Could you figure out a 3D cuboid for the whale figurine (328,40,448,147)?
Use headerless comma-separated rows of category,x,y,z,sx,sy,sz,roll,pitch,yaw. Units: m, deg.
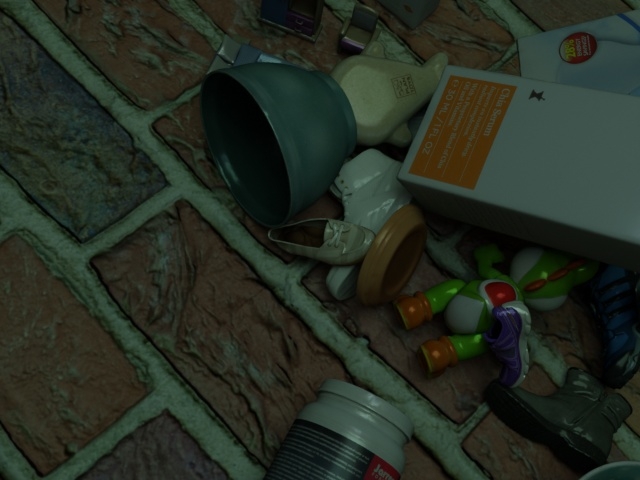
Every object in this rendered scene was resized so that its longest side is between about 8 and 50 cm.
whale figurine,0.130,-0.283,1.421,0.272,0.141,0.216,-20,91,-12

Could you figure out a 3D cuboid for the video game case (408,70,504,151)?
video game case,0.278,-0.259,1.462,0.212,0.023,0.193,-3,59,4

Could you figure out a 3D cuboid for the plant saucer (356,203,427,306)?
plant saucer,0.133,0.033,1.272,0.037,0.200,0.200,28,67,24

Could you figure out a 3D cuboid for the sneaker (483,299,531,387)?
sneaker,0.307,0.172,1.205,0.071,0.170,0.068,-8,28,-2

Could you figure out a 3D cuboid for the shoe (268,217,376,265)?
shoe,0.000,0.000,1.277,0.219,0.058,0.076,3,73,37

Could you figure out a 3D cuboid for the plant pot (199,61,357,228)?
plant pot,-0.059,-0.195,1.299,0.196,0.293,0.293,-28,75,-26

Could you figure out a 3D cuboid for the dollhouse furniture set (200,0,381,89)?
dollhouse furniture set,-0.056,-0.372,1.405,0.286,0.198,0.303,22,68,2

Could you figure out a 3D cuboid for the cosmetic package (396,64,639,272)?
cosmetic package,0.381,-0.118,1.166,0.453,0.161,0.230,19,81,32

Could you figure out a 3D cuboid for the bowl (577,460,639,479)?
bowl,0.478,0.520,1.149,0.311,0.163,0.311,3,68,-7

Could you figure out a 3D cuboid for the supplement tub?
supplement tub,0.016,0.377,1.128,0.191,0.191,0.272,29,68,4

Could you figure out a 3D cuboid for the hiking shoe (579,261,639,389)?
hiking shoe,0.544,0.133,1.350,0.132,0.113,0.304,18,59,11

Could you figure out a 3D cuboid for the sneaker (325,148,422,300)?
sneaker,0.065,-0.039,1.356,0.169,0.108,0.292,32,75,24

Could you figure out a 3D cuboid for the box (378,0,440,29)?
box,0.194,-0.560,1.524,0.130,0.170,0.091,42,71,9

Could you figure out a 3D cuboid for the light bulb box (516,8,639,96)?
light bulb box,0.573,-0.215,1.334,0.361,0.225,0.358,-9,67,23

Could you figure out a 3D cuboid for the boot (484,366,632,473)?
boot,0.425,0.288,1.291,0.246,0.083,0.161,35,56,6

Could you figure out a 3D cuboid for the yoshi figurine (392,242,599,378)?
yoshi figurine,0.324,0.106,1.314,0.362,0.203,0.203,-25,33,-2
